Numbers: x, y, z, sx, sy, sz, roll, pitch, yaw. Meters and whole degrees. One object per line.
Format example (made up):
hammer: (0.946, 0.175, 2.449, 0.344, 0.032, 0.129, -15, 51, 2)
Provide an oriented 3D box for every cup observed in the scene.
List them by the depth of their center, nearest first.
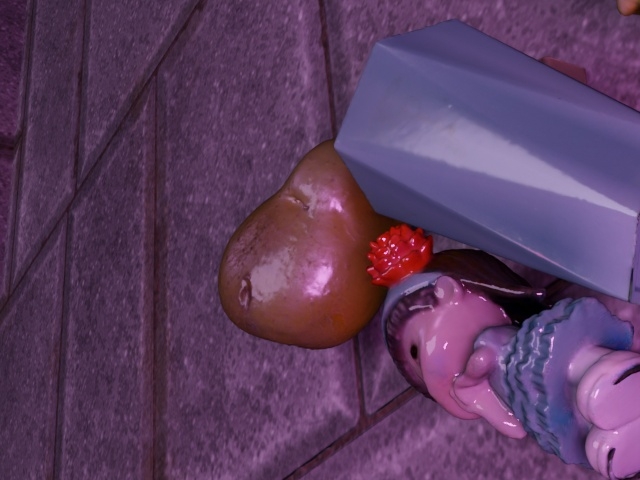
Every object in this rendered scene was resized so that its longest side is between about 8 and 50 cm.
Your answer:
cup: (0.142, -0.049, 0.727, 0.236, 0.134, 0.148, 27, 103, 43)

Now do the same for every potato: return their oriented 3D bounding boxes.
potato: (0.000, 0.000, 1.004, 0.157, 0.157, 0.194, 41, 111, 60)

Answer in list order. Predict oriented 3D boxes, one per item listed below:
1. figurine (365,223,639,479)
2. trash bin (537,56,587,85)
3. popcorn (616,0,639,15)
figurine: (0.129, 0.069, 0.752, 0.245, 0.110, 0.137, 23, 133, 58)
trash bin: (0.167, -0.078, 0.836, 0.061, 0.043, 0.092, -35, 52, 53)
popcorn: (0.221, -0.218, 0.626, 0.216, 0.181, 0.235, 53, 168, 13)
